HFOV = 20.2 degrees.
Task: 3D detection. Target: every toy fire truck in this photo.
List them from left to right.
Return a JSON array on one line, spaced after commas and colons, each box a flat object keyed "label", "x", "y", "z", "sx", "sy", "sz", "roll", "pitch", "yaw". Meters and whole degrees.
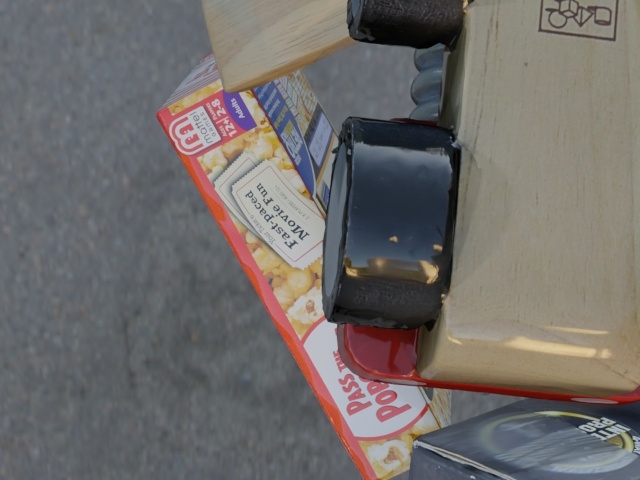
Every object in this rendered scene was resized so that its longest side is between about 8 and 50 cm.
[{"label": "toy fire truck", "x": 0.038, "y": -0.056, "z": 0.591, "sx": 0.159, "sy": 0.246, "sz": 0.217, "roll": 5, "pitch": 81, "yaw": -5}]

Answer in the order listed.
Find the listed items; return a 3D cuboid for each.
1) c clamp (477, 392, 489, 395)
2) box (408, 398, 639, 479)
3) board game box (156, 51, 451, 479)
[{"label": "c clamp", "x": 0.161, "y": 0.057, "z": 0.721, "sx": 0.161, "sy": 0.022, "sz": 0.137, "roll": 11, "pitch": 21, "yaw": 24}, {"label": "box", "x": 0.162, "y": 0.245, "z": 0.824, "sx": 0.318, "sy": 0.394, "sz": 0.097, "roll": -10, "pitch": 21, "yaw": -41}, {"label": "board game box", "x": 0.000, "y": 0.000, "z": 0.842, "sx": 0.045, "sy": 0.147, "sz": 0.193, "roll": -27, "pitch": 101, "yaw": 11}]
